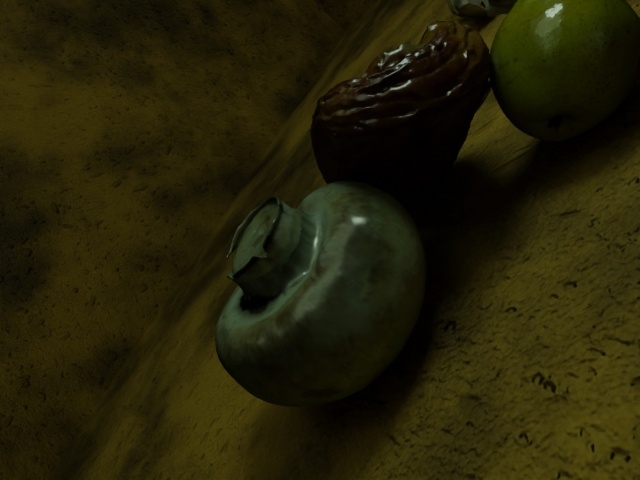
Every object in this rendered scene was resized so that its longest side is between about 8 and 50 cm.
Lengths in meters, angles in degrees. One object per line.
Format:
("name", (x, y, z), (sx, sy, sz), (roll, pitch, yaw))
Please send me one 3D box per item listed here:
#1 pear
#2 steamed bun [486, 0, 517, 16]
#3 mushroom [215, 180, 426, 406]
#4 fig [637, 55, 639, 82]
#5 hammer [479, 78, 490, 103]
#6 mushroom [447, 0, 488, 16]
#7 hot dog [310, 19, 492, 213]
("pear", (0.316, -0.232, 0.653), (0.198, 0.198, 0.198), (-44, 21, 21))
("steamed bun", (0.498, -0.559, 0.896), (0.428, 0.189, 0.247), (178, 99, -67))
("mushroom", (-0.010, 0.071, 0.734), (0.352, 0.260, 0.352), (-41, 26, 26))
("fig", (0.423, -0.201, 0.532), (0.119, 0.153, 0.119), (14, -90, -75))
("hammer", (0.201, -0.233, 1.138), (0.427, 0.044, 0.152), (-38, 24, 37))
("mushroom", (0.402, -0.630, 1.313), (0.108, 0.096, 0.247), (-44, 16, 21))
("hot dog", (0.125, -0.172, 0.784), (0.267, 0.174, 0.387), (-27, -17, -6))
